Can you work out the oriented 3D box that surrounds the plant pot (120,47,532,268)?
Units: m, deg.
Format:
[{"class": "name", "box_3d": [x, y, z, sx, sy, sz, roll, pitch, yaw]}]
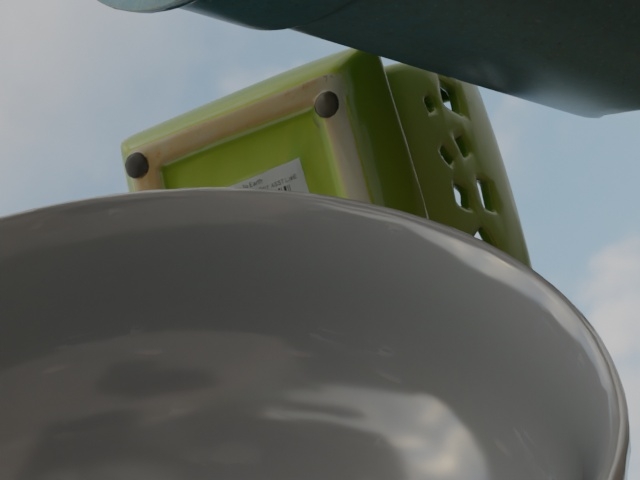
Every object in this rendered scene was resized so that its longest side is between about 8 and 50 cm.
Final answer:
[{"class": "plant pot", "box_3d": [0.000, 0.000, 1.108, 0.207, 0.228, 0.227, 17, -124, -65]}]

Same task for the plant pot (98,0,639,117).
[{"class": "plant pot", "box_3d": [0.083, -0.237, 0.925, 0.334, 0.341, 0.341, 18, -83, -33]}]

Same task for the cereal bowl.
[{"class": "cereal bowl", "box_3d": [-0.057, 0.113, 0.619, 0.339, 0.339, 0.141, -25, -56, -36]}]
